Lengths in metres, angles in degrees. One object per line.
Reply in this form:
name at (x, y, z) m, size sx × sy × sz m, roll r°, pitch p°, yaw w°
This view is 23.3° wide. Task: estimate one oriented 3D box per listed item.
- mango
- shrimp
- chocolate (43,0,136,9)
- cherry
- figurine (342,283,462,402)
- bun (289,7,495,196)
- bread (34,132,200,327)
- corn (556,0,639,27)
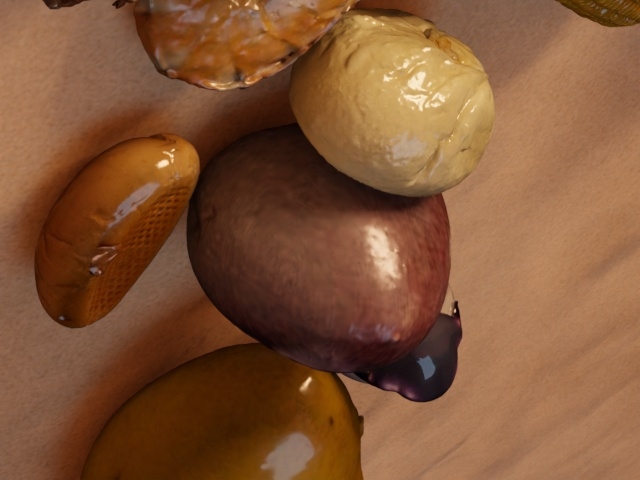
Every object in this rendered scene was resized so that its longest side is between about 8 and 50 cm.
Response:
mango at (-0.085, 0.256, 1.530) m, size 0.301 × 0.220 × 0.445 m, roll 12°, pitch 142°, yaw -15°
shrimp at (0.001, -0.226, 1.072) m, size 0.317 × 0.062 × 0.164 m, roll -38°, pitch 145°, yaw 4°
chocolate at (-0.183, -0.232, 0.862) m, size 0.102 × 0.065 × 0.329 m, roll -18°, pitch 153°, yaw 9°
cherry at (0.000, 0.000, 1.264) m, size 0.213 × 0.266 × 0.183 m, roll -9°, pitch 128°, yaw -19°
figurine at (0.060, 0.082, 1.449) m, size 0.145 × 0.145 × 0.222 m, roll -32°, pitch -176°, yaw -4°
bun at (0.064, -0.116, 1.192) m, size 0.188 × 0.164 × 0.111 m, roll -1°, pitch 139°, yaw -46°
bread at (-0.165, -0.014, 1.207) m, size 0.189 × 0.077 × 0.114 m, roll -51°, pitch 168°, yaw 27°
corn at (0.205, -0.235, 1.229) m, size 0.102 × 0.102 × 0.313 m, roll -42°, pitch 151°, yaw 13°
